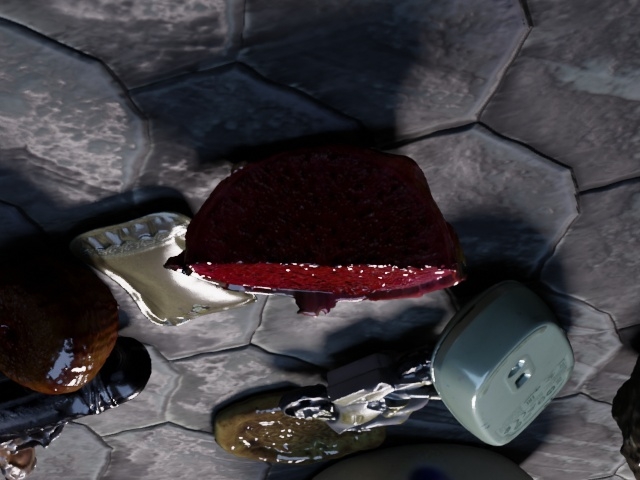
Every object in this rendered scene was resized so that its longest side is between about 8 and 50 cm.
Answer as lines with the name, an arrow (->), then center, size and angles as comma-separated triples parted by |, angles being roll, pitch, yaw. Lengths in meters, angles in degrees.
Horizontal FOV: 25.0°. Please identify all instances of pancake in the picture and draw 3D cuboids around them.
pancake -> -0.026, 0.245, 1.861 | 0.235, 0.029, 0.212 | 6, 149, -17

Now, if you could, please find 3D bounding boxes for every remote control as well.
remote control -> -0.314, 0.166, 1.607 | 0.266, 0.090, 0.066 | -18, 165, 18

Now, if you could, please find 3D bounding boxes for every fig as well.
fig -> -0.242, 0.080, 1.457 | 0.134, 0.146, 0.201 | -47, 156, 24

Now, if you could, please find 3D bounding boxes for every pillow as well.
pillow -> -0.156, 0.032, 1.461 | 0.130, 0.033, 0.217 | -15, 149, 14

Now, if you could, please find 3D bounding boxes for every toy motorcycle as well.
toy motorcycle -> 0.072, 0.182, 1.726 | 0.225, 0.073, 0.152 | -20, 152, 23

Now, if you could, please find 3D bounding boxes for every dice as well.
dice -> 0.140, 0.455, 2.017 | 0.304, 0.277, 0.304 | 9, 144, -28

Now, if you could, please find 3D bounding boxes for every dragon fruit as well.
dragon fruit -> 0.001, -0.008, 1.349 | 0.274, 0.126, 0.161 | 0, 161, 8

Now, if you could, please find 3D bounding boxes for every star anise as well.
star anise -> -0.406, 0.245, 1.754 | 0.172, 0.063, 0.208 | 10, 146, -24

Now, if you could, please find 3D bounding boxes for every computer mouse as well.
computer mouse -> 0.198, 0.134, 1.630 | 0.159, 0.097, 0.288 | -48, 154, -4

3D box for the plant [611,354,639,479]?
plant -> 0.482, 0.172, 1.651 | 0.215, 0.213, 0.312 | 4, 146, -9
